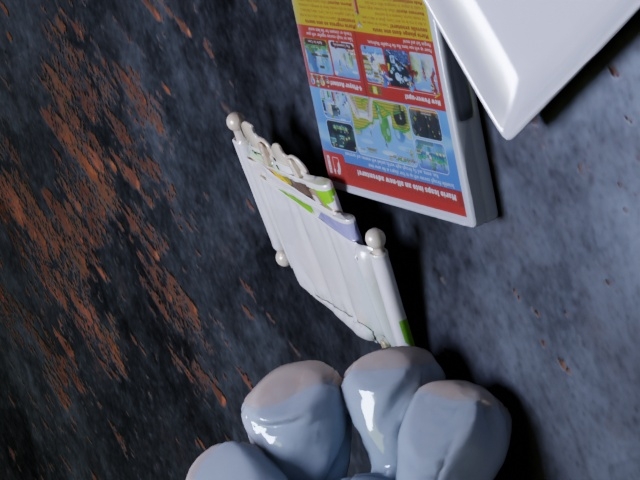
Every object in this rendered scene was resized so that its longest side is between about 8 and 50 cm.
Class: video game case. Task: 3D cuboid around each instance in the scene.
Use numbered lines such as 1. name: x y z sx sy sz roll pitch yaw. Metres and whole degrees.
1. video game case: 0.036 -0.160 1.371 0.204 0.025 0.285 19 124 59

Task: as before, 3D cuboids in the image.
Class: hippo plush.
1. hippo plush: 0.066 0.236 1.460 0.294 0.234 0.236 44 170 42

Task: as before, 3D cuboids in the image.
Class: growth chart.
1. growth chart: 0.000 0.000 1.536 0.237 0.021 0.172 40 153 48

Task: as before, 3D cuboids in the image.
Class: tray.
1. tray: 0.136 -0.175 1.145 0.145 0.030 0.270 62 154 11
